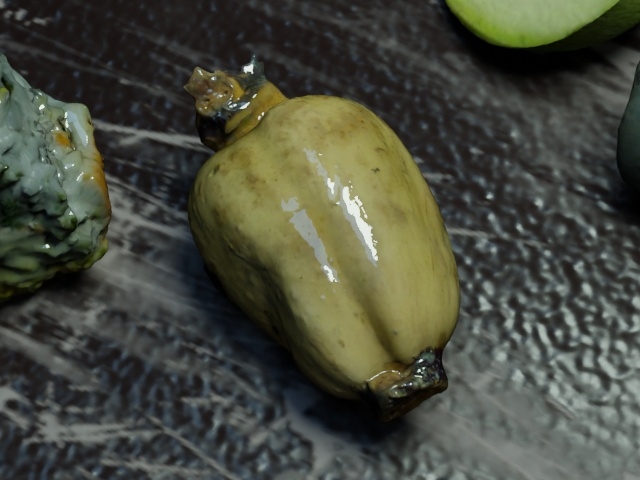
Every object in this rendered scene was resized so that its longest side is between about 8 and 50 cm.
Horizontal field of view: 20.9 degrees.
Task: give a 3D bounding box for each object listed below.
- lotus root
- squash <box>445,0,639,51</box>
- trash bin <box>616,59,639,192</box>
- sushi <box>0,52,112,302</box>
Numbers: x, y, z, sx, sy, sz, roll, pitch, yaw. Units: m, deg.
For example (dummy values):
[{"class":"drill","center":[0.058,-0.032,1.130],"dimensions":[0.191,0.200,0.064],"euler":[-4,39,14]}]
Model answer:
[{"class":"lotus root","center":[0.000,0.000,1.136],"dimensions":[0.154,0.140,0.256],"euler":[-35,70,19]},{"class":"squash","center":[0.173,-0.258,1.219],"dimensions":[0.049,0.252,0.252],"euler":[6,53,-41]},{"class":"trash bin","center":[0.287,-0.067,1.143],"dimensions":[0.161,0.175,0.175],"euler":[21,66,28]},{"class":"sushi","center":[-0.280,-0.030,1.145],"dimensions":[0.274,0.184,0.139],"euler":[-16,62,-3]}]
